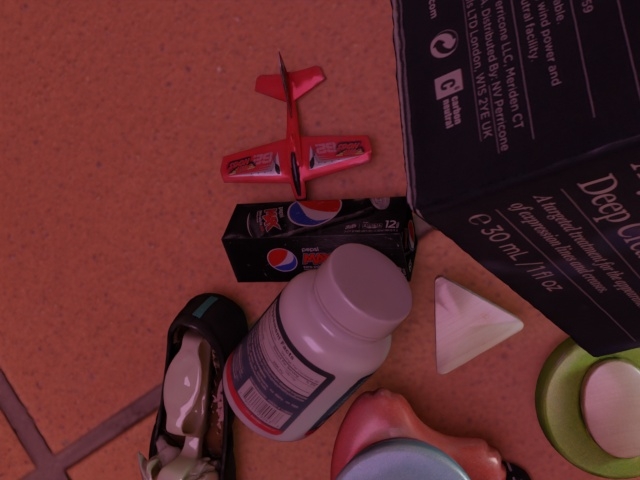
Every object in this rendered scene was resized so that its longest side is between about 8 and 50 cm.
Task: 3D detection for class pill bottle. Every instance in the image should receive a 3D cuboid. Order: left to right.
[{"bbox_3d":[-0.001,0.088,0.796,0.108,0.108,0.180,45,128,8],"label":"pill bottle"}]

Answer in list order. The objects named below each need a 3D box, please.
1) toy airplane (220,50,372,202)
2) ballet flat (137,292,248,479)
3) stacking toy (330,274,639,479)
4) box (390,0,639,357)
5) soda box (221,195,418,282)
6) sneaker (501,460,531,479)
[{"bbox_3d":[-0.027,-0.099,0.849,0.151,0.028,0.151,2,97,16],"label":"toy airplane"},{"bbox_3d":[-0.131,0.189,0.884,0.095,0.096,0.281,8,100,16],"label":"ballet flat"},{"bbox_3d":[0.166,0.193,0.740,0.308,0.130,0.280,19,96,4],"label":"stacking toy"},{"bbox_3d":[0.285,-0.104,0.549,0.395,0.293,0.212,-19,58,29],"label":"box"},{"bbox_3d":[0.000,0.000,0.829,0.168,0.053,0.060,-2,130,17],"label":"soda box"},{"bbox_3d":[0.140,0.233,0.838,0.109,0.044,0.040,-13,48,8],"label":"sneaker"}]
